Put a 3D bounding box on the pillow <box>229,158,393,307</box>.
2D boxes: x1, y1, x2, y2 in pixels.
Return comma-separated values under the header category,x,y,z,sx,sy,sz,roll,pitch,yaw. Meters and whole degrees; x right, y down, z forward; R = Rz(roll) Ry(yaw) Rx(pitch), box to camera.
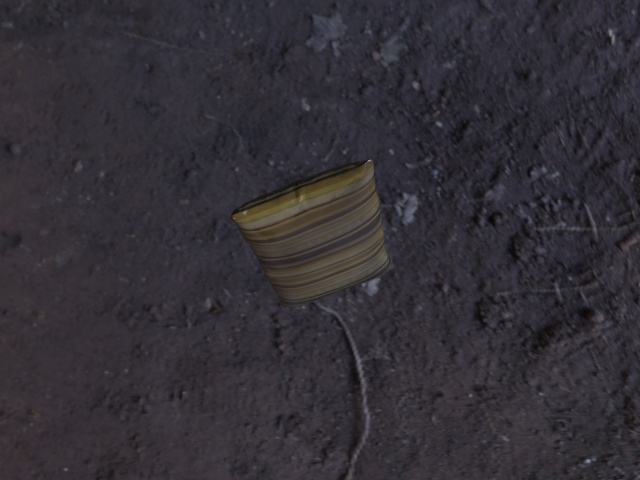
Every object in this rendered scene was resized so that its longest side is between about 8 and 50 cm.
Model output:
category,x,y,z,sx,sy,sz,roll,pitch,yaw
pillow,0.000,0.000,0.699,0.113,0.203,0.038,-22,65,-1
